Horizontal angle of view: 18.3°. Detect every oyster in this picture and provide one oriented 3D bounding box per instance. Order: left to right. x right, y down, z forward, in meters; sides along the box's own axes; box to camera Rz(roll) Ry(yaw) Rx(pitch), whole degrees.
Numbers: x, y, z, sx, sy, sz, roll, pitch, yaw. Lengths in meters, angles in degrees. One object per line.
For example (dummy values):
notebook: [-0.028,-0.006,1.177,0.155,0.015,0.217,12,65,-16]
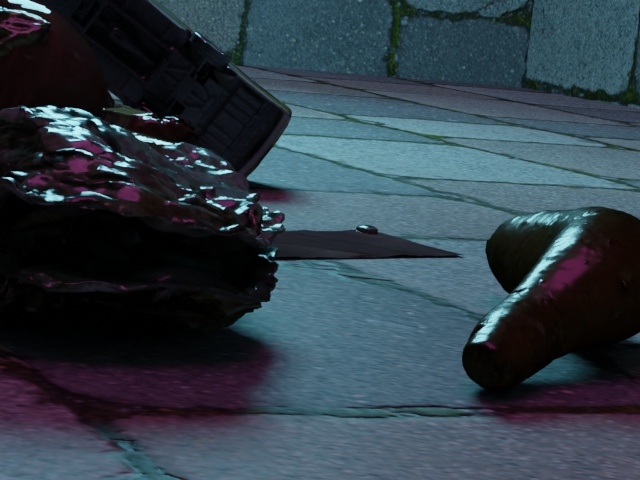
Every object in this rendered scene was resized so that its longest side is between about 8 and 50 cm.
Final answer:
oyster: [-0.112,-0.013,1.061,0.198,0.112,0.268,4,5,-13]

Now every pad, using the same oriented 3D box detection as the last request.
pad: [0.000,0.000,1.437,0.188,0.006,0.113,-1,11,-40]

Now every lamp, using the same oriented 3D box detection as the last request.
lamp: [-0.226,-0.118,1.607,0.223,0.151,0.215,4,12,-32]

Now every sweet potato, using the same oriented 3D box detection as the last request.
sweet potato: [0.142,0.028,1.111,0.108,0.079,0.346,-22,5,11]

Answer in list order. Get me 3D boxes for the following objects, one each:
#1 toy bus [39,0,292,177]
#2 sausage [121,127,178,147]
toy bus: [-0.177,-0.187,1.761,0.342,0.097,0.138,39,8,-2]
sausage: [-0.146,-0.043,1.387,0.197,0.076,0.076,13,10,42]
